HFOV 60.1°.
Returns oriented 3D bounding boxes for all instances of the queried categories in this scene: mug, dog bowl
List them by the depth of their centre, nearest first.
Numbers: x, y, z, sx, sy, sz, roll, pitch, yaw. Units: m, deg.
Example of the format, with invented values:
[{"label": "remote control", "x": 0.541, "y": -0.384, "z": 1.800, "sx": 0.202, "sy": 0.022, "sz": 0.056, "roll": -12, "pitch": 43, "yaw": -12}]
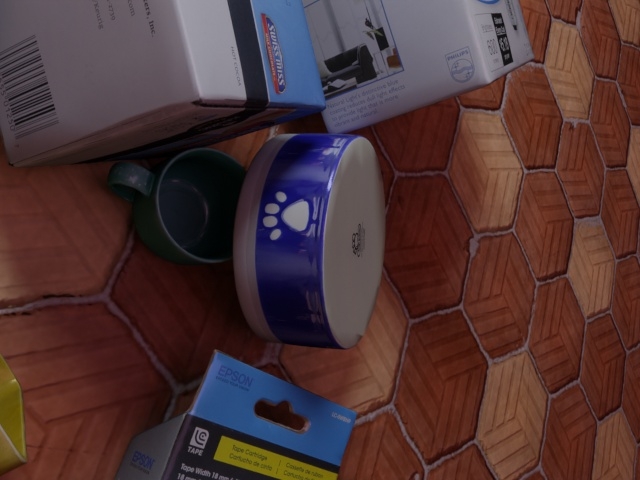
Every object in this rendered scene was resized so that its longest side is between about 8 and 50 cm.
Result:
[{"label": "mug", "x": -0.157, "y": -0.046, "z": 0.640, "sx": 0.129, "sy": 0.097, "sz": 0.157, "roll": -47, "pitch": 114, "yaw": -33}, {"label": "dog bowl", "x": 0.000, "y": 0.000, "z": 0.689, "sx": 0.265, "sy": 0.104, "sz": 0.264, "roll": 3, "pitch": 90, "yaw": -70}]

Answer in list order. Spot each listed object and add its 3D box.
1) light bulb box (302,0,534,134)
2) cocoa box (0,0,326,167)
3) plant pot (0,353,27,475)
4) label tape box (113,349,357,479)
[{"label": "light bulb box", "x": 0.116, "y": -0.374, "z": 0.770, "sx": 0.358, "sy": 0.226, "sz": 0.360, "roll": -38, "pitch": 111, "yaw": -55}, {"label": "cocoa box", "x": -0.171, "y": -0.264, "z": 0.527, "sx": 0.228, "sy": 0.232, "sz": 0.346, "roll": -24, "pitch": 102, "yaw": -63}, {"label": "plant pot", "x": -0.359, "y": 0.098, "z": 0.396, "sx": 0.187, "sy": 0.212, "sz": 0.212, "roll": -31, "pitch": 106, "yaw": -25}, {"label": "label tape box", "x": -0.115, "y": 0.320, "z": 0.632, "sx": 0.241, "sy": 0.106, "sz": 0.333, "roll": 34, "pitch": 64, "yaw": -34}]
